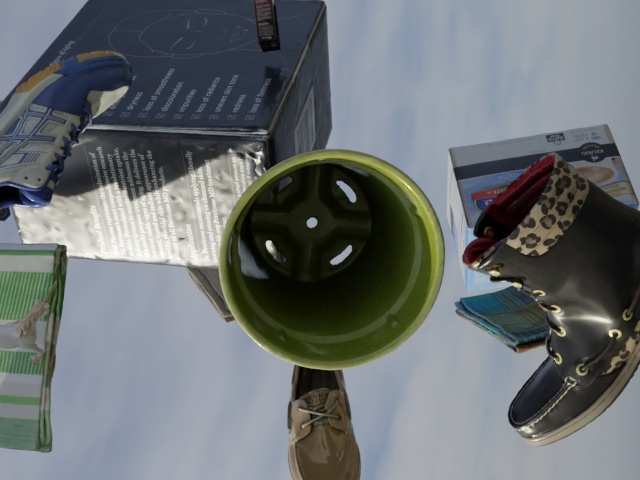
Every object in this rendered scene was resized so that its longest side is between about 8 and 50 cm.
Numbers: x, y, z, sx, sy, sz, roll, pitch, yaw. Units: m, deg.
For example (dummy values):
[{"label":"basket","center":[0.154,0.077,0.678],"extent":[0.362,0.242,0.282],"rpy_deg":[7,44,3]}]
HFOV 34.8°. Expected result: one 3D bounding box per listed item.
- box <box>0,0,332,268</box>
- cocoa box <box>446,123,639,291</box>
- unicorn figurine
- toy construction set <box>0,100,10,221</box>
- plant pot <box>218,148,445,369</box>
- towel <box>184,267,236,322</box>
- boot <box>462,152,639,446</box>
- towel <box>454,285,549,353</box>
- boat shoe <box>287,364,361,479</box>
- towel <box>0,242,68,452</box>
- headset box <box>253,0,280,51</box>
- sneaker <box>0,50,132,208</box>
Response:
[{"label":"box","center":[-0.253,-0.208,1.828],"extent":[0.480,0.472,0.297],"rpy_deg":[-72,-16,-50]},{"label":"cocoa box","center":[0.453,-0.064,2.136],"extent":[0.231,0.347,0.228],"rpy_deg":[81,-179,-51]},{"label":"unicorn figurine","center":[-0.439,0.135,1.463],"extent":[0.111,0.162,0.060],"rpy_deg":[91,157,-56]},{"label":"toy construction set","center":[-0.690,-0.215,2.126],"extent":[0.237,0.257,0.309],"rpy_deg":[45,-175,-31]},{"label":"plant pot","center":[0.000,0.000,1.352],"extent":[0.254,0.276,0.276],"rpy_deg":[-122,30,-76]},{"label":"towel","center":[-0.141,0.055,2.207],"extent":[0.282,0.187,0.049],"rpy_deg":[-27,-22,-34]},{"label":"boot","center":[0.308,0.083,1.358],"extent":[0.377,0.284,0.138],"rpy_deg":[-50,18,25]},{"label":"towel","center":[0.425,0.121,1.906],"extent":[0.370,0.271,0.040],"rpy_deg":[-141,34,-79]},{"label":"boat shoe","center":[-0.007,0.301,1.728],"extent":[0.341,0.122,0.110],"rpy_deg":[-100,-2,-55]},{"label":"towel","center":[-0.509,0.164,1.629],"extent":[0.038,0.248,0.324],"rpy_deg":[12,-100,-61]},{"label":"headset box","center":[-0.088,-0.358,1.672],"extent":[0.062,0.032,0.083],"rpy_deg":[45,-143,-84]},{"label":"sneaker","center":[-0.329,-0.103,1.194],"extent":[0.296,0.131,0.112],"rpy_deg":[-36,-12,-12]}]
